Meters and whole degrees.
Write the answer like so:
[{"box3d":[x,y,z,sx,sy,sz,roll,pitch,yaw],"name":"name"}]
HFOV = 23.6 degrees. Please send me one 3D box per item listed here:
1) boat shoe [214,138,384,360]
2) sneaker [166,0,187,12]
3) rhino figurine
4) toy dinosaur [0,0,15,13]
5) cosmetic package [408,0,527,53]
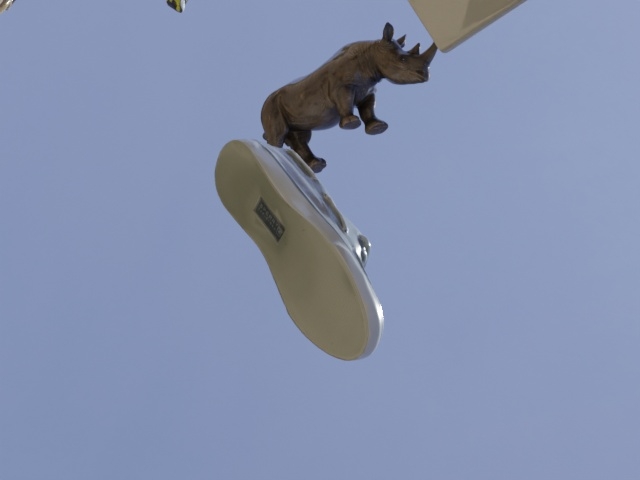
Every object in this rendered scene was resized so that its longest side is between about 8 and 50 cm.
[{"box3d":[-0.001,0.000,1.235,0.227,0.081,0.079,55,-50,30],"name":"boat shoe"},{"box3d":[-0.176,-0.319,1.918,0.035,0.031,0.083,-62,-178,-20],"name":"sneaker"},{"box3d":[0.031,-0.169,1.735,0.243,0.073,0.106,-31,-117,21],"name":"rhino figurine"},{"box3d":[-0.364,-0.263,1.682,0.092,0.053,0.183,-75,-169,-48],"name":"toy dinosaur"},{"box3d":[0.212,-0.289,1.276,0.309,0.160,0.113,-31,-87,48],"name":"cosmetic package"}]
